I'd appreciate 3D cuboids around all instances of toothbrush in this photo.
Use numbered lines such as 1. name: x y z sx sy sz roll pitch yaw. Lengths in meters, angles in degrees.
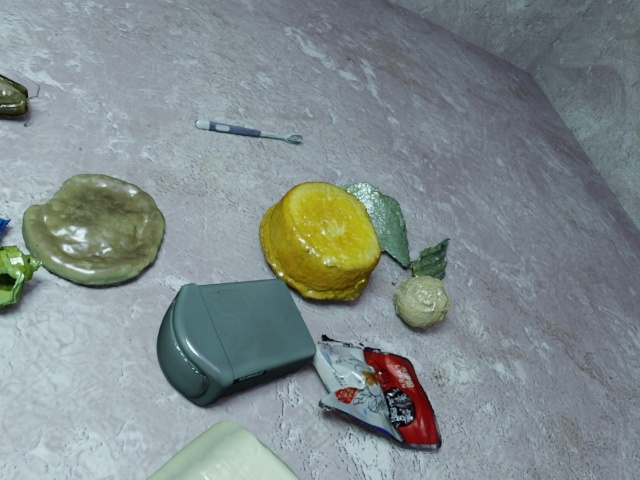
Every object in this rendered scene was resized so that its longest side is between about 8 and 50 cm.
1. toothbrush: -0.167 -0.263 1.242 0.287 0.026 0.024 2 93 -35

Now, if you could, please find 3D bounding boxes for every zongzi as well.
1. zongzi: -0.602 -0.225 0.848 0.187 0.084 0.184 26 55 -22

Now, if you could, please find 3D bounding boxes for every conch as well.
1. conch: -0.442 0.054 0.699 0.121 0.074 0.089 -21 42 -23

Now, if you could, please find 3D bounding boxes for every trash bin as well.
1. trash bin: -0.140 0.154 0.819 0.236 0.101 0.177 -3 53 -42

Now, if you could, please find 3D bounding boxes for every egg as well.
1. egg: 0.218 0.130 1.095 0.118 0.116 0.140 43 14 12

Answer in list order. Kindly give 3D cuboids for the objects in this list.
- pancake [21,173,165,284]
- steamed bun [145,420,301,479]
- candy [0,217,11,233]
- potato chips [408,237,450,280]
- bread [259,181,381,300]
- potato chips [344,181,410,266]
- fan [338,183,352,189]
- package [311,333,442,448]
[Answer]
1. pancake: -0.369 -0.027 0.856 0.222 0.042 0.236 42 38 9
2. steamed bun: -0.109 0.360 0.602 0.250 0.155 0.200 50 44 3
3. candy: -0.534 -0.021 0.730 0.136 0.038 0.088 15 42 -13
4. potato chips: 0.284 0.057 1.270 0.207 0.028 0.092 -24 96 -49
5. bread: 0.000 0.000 1.031 0.268 0.146 0.269 17 46 -19
6. potato chips: 0.142 -0.041 1.238 0.228 0.059 0.167 33 59 -10
7. fan: 0.113 -0.092 1.307 0.240 0.009 0.131 14 43 -26
8. package: 0.096 0.270 0.918 0.269 0.071 0.194 26 42 -35
